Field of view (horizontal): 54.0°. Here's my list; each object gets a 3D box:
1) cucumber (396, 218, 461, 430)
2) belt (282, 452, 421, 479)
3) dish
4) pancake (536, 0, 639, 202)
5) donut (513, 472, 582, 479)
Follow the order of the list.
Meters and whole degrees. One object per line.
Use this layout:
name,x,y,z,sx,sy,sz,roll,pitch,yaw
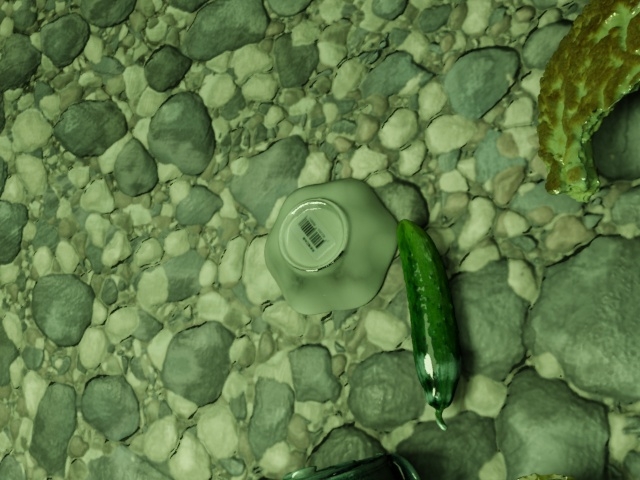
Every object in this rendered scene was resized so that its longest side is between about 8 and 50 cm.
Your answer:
cucumber,0.128,0.090,0.727,0.056,0.056,0.250,-13,70,20
belt,-0.018,0.299,0.649,0.268,0.206,0.116,-21,72,10
dish,0.000,0.000,0.796,0.191,0.066,0.190,-6,74,21
pancake,0.342,-0.209,0.674,0.376,0.054,0.197,-61,25,2
donut,0.219,0.358,0.594,0.272,0.107,0.272,-4,75,17
